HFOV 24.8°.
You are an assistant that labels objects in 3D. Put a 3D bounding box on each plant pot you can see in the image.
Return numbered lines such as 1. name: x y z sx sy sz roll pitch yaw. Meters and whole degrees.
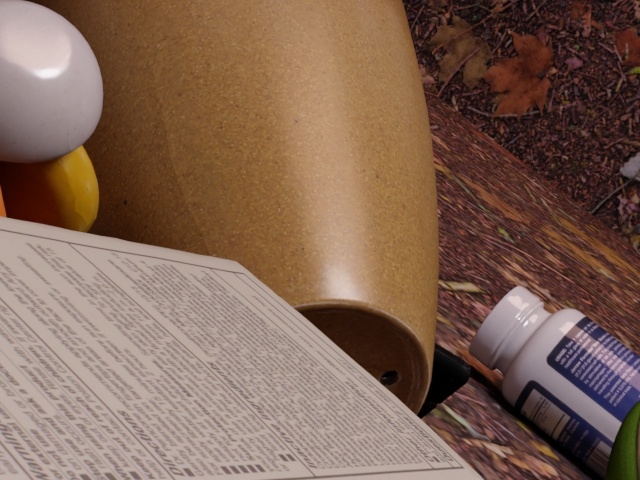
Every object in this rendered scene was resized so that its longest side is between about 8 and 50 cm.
1. plant pot: -0.035 -0.013 0.732 0.237 0.237 0.254 27 27 -34

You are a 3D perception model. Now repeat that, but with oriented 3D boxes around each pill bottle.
1. pill bottle: 0.203 0.113 1.147 0.169 0.094 0.094 39 12 17

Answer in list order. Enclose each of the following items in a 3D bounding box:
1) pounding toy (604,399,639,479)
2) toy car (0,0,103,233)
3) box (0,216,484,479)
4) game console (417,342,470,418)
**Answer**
1. pounding toy: 0.191 0.202 0.810 0.183 0.110 0.237 42 38 -21
2. toy car: -0.190 -0.041 0.611 0.182 0.159 0.136 36 48 6
3. box: -0.089 0.076 0.403 0.148 0.121 0.311 41 13 27
4. game console: 0.020 0.060 0.918 0.122 0.107 0.071 31 41 -18
